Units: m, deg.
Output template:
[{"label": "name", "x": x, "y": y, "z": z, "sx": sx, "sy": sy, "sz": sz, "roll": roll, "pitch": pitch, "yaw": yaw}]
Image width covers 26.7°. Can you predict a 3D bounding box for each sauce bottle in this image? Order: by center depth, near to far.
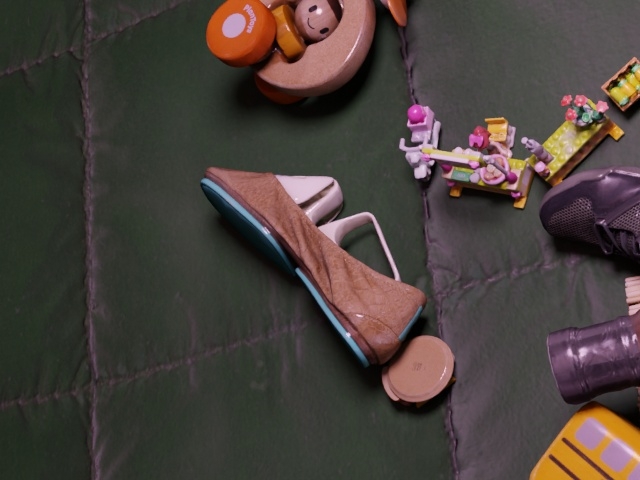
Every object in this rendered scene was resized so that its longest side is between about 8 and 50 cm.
[{"label": "sauce bottle", "x": 0.377, "y": 0.075, "z": 1.202, "sx": 0.344, "sy": 0.111, "sz": 0.111, "roll": -17, "pitch": 64, "yaw": 20}]

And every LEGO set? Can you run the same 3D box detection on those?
[{"label": "LEGO set", "x": 0.210, "y": -0.115, "z": 1.426, "sx": 0.287, "sy": 0.107, "sz": 0.132, "roll": -13, "pitch": 67, "yaw": 29}]

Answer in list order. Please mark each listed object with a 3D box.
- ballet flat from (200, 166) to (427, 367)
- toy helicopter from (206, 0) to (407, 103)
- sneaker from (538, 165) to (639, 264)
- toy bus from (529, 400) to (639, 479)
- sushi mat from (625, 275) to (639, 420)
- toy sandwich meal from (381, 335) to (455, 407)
[{"label": "ballet flat", "x": 0.000, "y": 0.000, "z": 1.530, "sx": 0.124, "sy": 0.116, "sz": 0.342, "roll": -39, "pitch": 52, "yaw": -8}, {"label": "toy helicopter", "x": 0.016, "y": -0.340, "z": 1.619, "sx": 0.235, "sy": 0.140, "sz": 0.355, "roll": -1, "pitch": 70, "yaw": 31}, {"label": "sneaker", "x": 0.310, "y": -0.003, "z": 1.316, "sx": 0.228, "sy": 0.087, "sz": 0.130, "roll": 4, "pitch": 49, "yaw": 30}, {"label": "toy bus", "x": 0.339, "y": 0.294, "z": 1.197, "sx": 0.333, "sy": 0.108, "sz": 0.130, "roll": 39, "pitch": 95, "yaw": 37}, {"label": "sushi mat", "x": 0.440, "y": 0.074, "z": 1.265, "sx": 0.317, "sy": 0.019, "sz": 0.151, "roll": -15, "pitch": 66, "yaw": 28}, {"label": "toy sandwich meal", "x": 0.108, "y": 0.143, "z": 1.452, "sx": 0.086, "sy": 0.029, "sz": 0.085, "roll": -14, "pitch": 56, "yaw": 22}]
